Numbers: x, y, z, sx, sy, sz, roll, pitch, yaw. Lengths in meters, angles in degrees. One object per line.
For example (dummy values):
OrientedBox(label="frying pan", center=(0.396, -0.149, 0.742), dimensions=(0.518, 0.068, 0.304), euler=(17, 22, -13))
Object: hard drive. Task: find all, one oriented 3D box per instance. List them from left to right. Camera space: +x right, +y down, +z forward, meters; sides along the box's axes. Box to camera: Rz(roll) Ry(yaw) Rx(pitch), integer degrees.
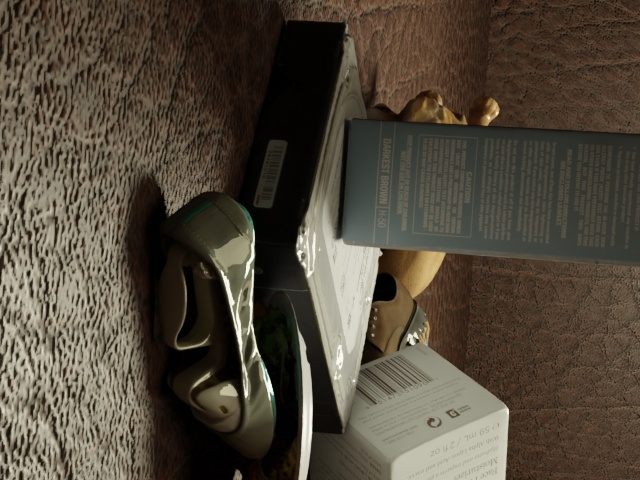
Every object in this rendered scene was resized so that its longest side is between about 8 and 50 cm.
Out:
OrientedBox(label="hard drive", center=(0.000, 0.000, 1.165), dimensions=(0.339, 0.064, 0.236), euler=(79, 19, -55))

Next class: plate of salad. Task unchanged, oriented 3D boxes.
OrientedBox(label="plate of salad", center=(-0.045, 0.137, 0.975), dimensions=(0.200, 0.048, 0.199), euler=(-176, -90, -76))

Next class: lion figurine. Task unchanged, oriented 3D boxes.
OrientedBox(label="lion figurine", center=(0.118, -0.032, 1.553), dimensions=(0.392, 0.142, 0.240), euler=(89, 19, -44))

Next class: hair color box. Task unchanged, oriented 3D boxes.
OrientedBox(label="hair color box", center=(0.221, -0.040, 1.128), dimensions=(0.185, 0.375, 0.113), euler=(-14, 108, -78))

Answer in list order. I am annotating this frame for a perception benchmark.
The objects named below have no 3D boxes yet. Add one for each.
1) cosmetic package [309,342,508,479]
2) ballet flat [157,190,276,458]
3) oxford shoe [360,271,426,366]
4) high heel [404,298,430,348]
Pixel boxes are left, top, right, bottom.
OrientedBox(label="cosmetic package", center=(0.088, 0.234, 1.326), dimensions=(0.151, 0.151, 0.183), euler=(35, -43, 48))
OrientedBox(label="ballet flat", center=(-0.076, 0.069, 0.849), dimensions=(0.068, 0.072, 0.213), euler=(-33, 132, -41))
OrientedBox(label="oxford shoe", center=(0.048, 0.121, 1.463), dimensions=(0.096, 0.083, 0.227), euler=(59, 32, -27))
OrientedBox(label="high heel", center=(0.087, 0.125, 1.662), dimensions=(0.261, 0.093, 0.186), euler=(42, 35, -65))
